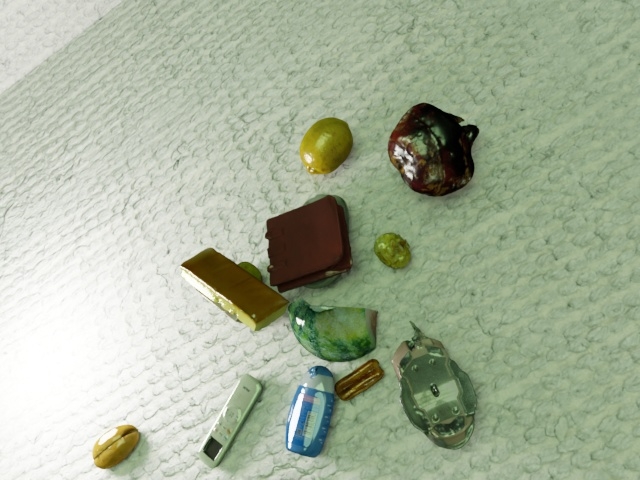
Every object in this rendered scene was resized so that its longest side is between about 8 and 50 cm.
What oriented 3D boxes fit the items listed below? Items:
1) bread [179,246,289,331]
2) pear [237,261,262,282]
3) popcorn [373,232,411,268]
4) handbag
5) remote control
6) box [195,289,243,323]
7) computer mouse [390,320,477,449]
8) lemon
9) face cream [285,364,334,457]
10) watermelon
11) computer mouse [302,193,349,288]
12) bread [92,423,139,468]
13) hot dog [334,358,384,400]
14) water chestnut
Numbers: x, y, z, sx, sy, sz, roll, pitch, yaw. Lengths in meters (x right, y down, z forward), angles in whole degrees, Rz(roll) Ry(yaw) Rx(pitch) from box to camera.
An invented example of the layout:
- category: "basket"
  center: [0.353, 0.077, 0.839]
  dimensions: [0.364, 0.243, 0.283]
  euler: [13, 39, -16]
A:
- category: "bread"
  center: [-0.276, 0.153, 1.869]
  dimensions: [0.361, 0.077, 0.138]
  euler: [31, 44, 28]
- category: "pear"
  center: [-0.251, 0.133, 1.999]
  dimensions: [0.107, 0.107, 0.131]
  euler: [-41, 52, 4]
- category: "popcorn"
  center: [0.228, 0.029, 1.832]
  dimensions: [0.106, 0.116, 0.121]
  euler: [-42, 60, -16]
- category: "handbag"
  center: [-0.045, 0.009, 1.865]
  dimensions: [0.276, 0.084, 0.259]
  euler: [-22, 58, 20]
- category: "remote control"
  center: [-0.286, 0.576, 1.889]
  dimensions: [0.090, 0.038, 0.309]
  euler: [29, 85, 28]
- category: "box"
  center: [-0.301, 0.204, 1.970]
  dimensions: [0.201, 0.141, 0.058]
  euler: [33, 91, 29]
- category: "computer mouse"
  center: [0.309, 0.407, 1.668]
  dimensions: [0.200, 0.114, 0.388]
  euler: [-17, 53, -2]
- category: "lemon"
  center: [0.019, -0.319, 2.009]
  dimensions: [0.170, 0.170, 0.207]
  euler: [38, 87, 28]
- category: "face cream"
  center: [-0.028, 0.507, 1.779]
  dimensions: [0.149, 0.083, 0.263]
  euler: [4, 73, 39]
- category: "watermelon"
  center: [0.015, 0.262, 1.829]
  dimensions: [0.306, 0.223, 0.180]
  euler: [2, 28, 25]
- category: "computer mouse"
  center: [0.003, 0.002, 1.946]
  dimensions: [0.197, 0.095, 0.330]
  euler: [-3, 65, 25]
- category: "bread"
  center: [-0.700, 0.695, 1.997]
  dimensions: [0.189, 0.077, 0.114]
  euler: [-40, 58, 8]
- category: "hot dog"
  center: [0.114, 0.422, 1.775]
  dimensions: [0.165, 0.045, 0.071]
  euler: [-36, 64, 7]
- category: "water chestnut"
  center: [0.348, -0.277, 1.809]
  dimensions: [0.244, 0.289, 0.289]
  euler: [-43, 58, 31]
